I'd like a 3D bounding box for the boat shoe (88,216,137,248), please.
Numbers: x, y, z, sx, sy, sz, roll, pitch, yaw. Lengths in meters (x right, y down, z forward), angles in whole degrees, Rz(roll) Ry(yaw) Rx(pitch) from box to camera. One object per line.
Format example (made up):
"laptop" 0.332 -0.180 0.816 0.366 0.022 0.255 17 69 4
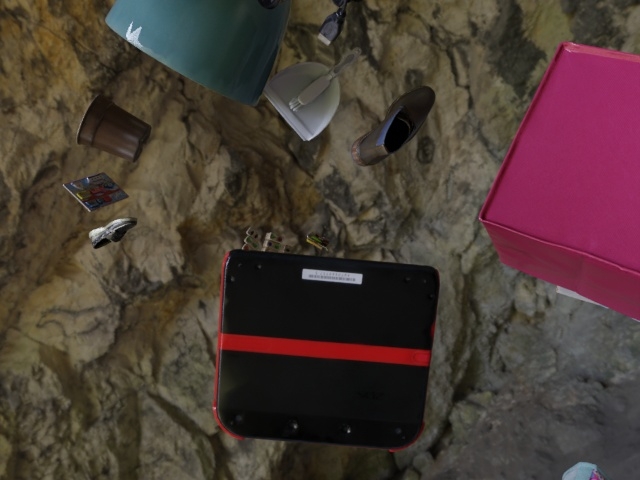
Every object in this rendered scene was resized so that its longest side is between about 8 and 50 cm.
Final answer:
"boat shoe" -0.522 -0.018 1.286 0.152 0.049 0.056 -20 -12 26

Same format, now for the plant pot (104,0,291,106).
"plant pot" -0.187 -0.416 0.891 0.235 0.293 0.293 -58 -23 17

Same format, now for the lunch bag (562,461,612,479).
"lunch bag" 0.481 0.566 0.909 0.160 0.262 0.223 2 32 43

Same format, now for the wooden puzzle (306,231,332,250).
"wooden puzzle" 0.000 0.000 1.447 0.014 0.079 0.116 -58 1 15

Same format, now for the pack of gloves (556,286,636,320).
"pack of gloves" 0.615 0.053 1.033 0.046 0.232 0.195 112 179 -69

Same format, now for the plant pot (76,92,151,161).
"plant pot" -0.608 -0.324 1.514 0.167 0.165 0.167 -56 18 28

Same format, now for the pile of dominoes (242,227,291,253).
"pile of dominoes" -0.211 0.092 1.898 0.196 0.251 0.040 22 -14 -28

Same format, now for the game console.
"game console" 0.008 0.198 0.906 0.387 0.341 0.060 5 3 -1

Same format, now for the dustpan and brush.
"dustpan and brush" 0.005 -0.329 1.055 0.211 0.147 0.060 -45 12 -17

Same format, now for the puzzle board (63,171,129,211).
"puzzle board" -0.556 -0.125 1.264 0.011 0.096 0.128 -49 -4 32

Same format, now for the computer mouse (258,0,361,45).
"computer mouse" -0.013 -0.333 0.638 0.060 0.183 0.262 -22 9 -21

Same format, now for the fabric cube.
"fabric cube" 0.394 -0.060 0.666 0.254 0.259 0.258 -63 -29 -3

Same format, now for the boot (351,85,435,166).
"boot" 0.162 -0.219 0.950 0.219 0.082 0.106 -46 18 -13
